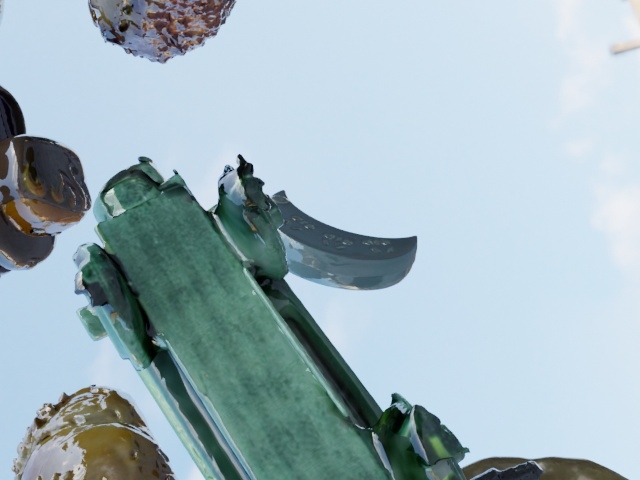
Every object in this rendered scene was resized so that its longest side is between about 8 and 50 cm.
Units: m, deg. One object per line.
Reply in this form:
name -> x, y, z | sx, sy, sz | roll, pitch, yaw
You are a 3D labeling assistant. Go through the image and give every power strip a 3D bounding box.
power strip -> 0.000, 0.000, 1.370 | 0.137, 0.216, 0.044 | -54, -20, -62

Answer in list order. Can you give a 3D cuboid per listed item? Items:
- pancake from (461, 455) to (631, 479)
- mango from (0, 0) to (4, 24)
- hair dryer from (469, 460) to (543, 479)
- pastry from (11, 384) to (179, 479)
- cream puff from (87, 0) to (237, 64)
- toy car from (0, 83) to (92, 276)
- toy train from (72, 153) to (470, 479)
pancake -> 0.213, 0.330, 1.279 | 0.294, 0.294, 0.049 | -63, -40, -47
mango -> -0.527, -0.370, 1.576 | 0.221, 0.378, 0.264 | -22, -48, -21
hair dryer -> 0.054, 0.220, 0.942 | 0.114, 0.248, 0.070 | 62, -177, 37
pastry -> -0.238, 0.294, 1.254 | 0.162, 0.311, 0.255 | -8, -72, -22
cream puff -> -0.200, -0.394, 1.515 | 0.350, 0.228, 0.350 | 169, 90, -84
toy car -> -0.492, -0.113, 1.788 | 0.271, 0.240, 0.341 | 16, -129, -68
toy train -> -0.023, 0.094, 0.642 | 0.301, 0.120, 0.202 | 52, 170, 25
